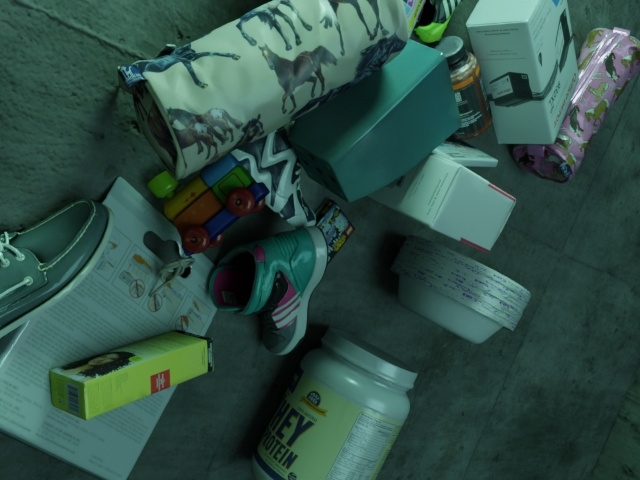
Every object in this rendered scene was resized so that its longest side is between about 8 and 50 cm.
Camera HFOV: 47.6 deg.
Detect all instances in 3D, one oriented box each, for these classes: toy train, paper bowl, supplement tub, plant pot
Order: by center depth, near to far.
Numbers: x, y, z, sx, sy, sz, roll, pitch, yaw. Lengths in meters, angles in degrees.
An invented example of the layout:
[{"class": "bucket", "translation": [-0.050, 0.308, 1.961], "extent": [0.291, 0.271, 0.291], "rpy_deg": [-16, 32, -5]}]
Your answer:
[{"class": "toy train", "translation": [-0.212, -0.042, 1.097], "extent": [0.248, 0.143, 0.105], "rpy_deg": [-39, 180, 8]}, {"class": "plant pot", "translation": [0.076, -0.188, 1.159], "extent": [0.234, 0.165, 0.165], "rpy_deg": [-46, 143, -11]}, {"class": "supplement tub", "translation": [0.031, 0.359, 1.430], "extent": [0.235, 0.235, 0.324], "rpy_deg": [28, 89, -47]}, {"class": "supplement tub", "translation": [0.272, -0.304, 1.441], "extent": [0.106, 0.106, 0.198], "rpy_deg": [-45, 134, -19]}, {"class": "paper bowl", "translation": [0.277, 0.111, 1.512], "extent": [0.284, 0.284, 0.148], "rpy_deg": [30, 88, -47]}]

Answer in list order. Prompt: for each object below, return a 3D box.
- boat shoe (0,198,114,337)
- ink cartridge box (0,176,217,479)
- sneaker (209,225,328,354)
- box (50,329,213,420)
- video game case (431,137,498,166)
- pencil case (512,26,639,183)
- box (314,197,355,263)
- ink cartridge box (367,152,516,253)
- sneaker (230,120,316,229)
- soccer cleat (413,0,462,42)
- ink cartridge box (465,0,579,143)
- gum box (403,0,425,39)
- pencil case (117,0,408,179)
[{"class": "boat shoe", "translation": [-0.412, 0.045, 0.945], "extent": [0.319, 0.116, 0.099], "rpy_deg": [-42, 137, -14]}, {"class": "ink cartridge box", "translation": [-0.332, 0.141, 1.117], "extent": [0.308, 0.091, 0.385], "rpy_deg": [50, 56, -44]}, {"class": "sneaker", "translation": [-0.106, 0.104, 1.254], "extent": [0.178, 0.123, 0.295], "rpy_deg": [-7, 134, -27]}, {"class": "box", "translation": [-0.269, 0.190, 1.064], "extent": [0.232, 0.087, 0.058], "rpy_deg": [-13, 106, -52]}, {"class": "video game case", "translation": [0.257, -0.185, 1.455], "extent": [0.157, 0.143, 0.019], "rpy_deg": [-4, 122, -43]}, {"class": "pencil case", "translation": [0.617, -0.323, 1.730], "extent": [0.160, 0.167, 0.386], "rpy_deg": [38, 80, -14]}, {"class": "box", "translation": [0.000, 0.000, 1.381], "extent": [0.137, 0.027, 0.094], "rpy_deg": [-52, 137, -12]}, {"class": "ink cartridge box", "translation": [0.175, -0.101, 1.317], "extent": [0.207, 0.283, 0.117], "rpy_deg": [19, 99, -47]}, {"class": "sneaker", "translation": [-0.053, -0.124, 1.222], "extent": [0.235, 0.094, 0.153], "rpy_deg": [38, 90, -36]}, {"class": "soccer cleat", "translation": [0.230, -0.460, 1.361], "extent": [0.072, 0.060, 0.178], "rpy_deg": [20, 97, -45]}, {"class": "ink cartridge box", "translation": [0.427, -0.383, 1.497], "extent": [0.223, 0.129, 0.307], "rpy_deg": [-60, 140, -30]}, {"class": "gum box", "translation": [0.123, -0.423, 1.271], "extent": [0.107, 0.062, 0.188], "rpy_deg": [18, 96, -47]}, {"class": "pencil case", "translation": [-0.072, -0.256, 1.018], "extent": [0.410, 0.183, 0.160], "rpy_deg": [-31, 173, -15]}]
